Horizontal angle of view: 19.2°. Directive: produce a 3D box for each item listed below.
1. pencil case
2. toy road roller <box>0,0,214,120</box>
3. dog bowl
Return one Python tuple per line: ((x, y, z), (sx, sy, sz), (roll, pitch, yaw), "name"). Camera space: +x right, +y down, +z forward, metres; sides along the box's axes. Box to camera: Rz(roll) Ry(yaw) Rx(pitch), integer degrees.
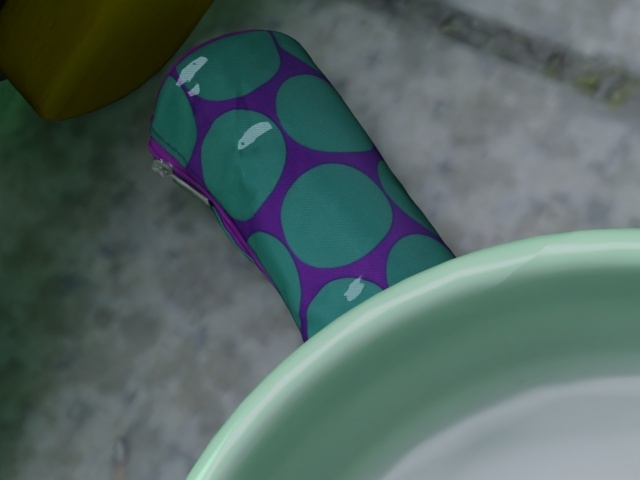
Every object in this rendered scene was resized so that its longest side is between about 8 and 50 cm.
((0.000, 0.000, 0.649), (0.070, 0.064, 0.152), (-31, 61, -8), "pencil case")
((-0.117, -0.188, 0.596), (0.202, 0.240, 0.329), (48, 128, 11), "toy road roller")
((0.083, 0.136, 0.505), (0.265, 0.104, 0.265), (-3, 72, 10), "dog bowl")
